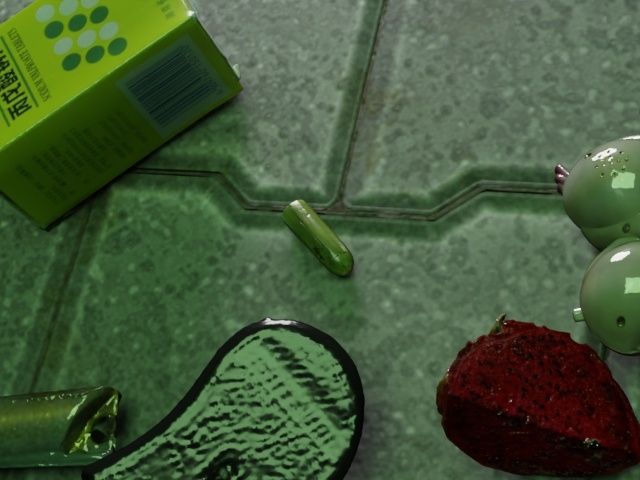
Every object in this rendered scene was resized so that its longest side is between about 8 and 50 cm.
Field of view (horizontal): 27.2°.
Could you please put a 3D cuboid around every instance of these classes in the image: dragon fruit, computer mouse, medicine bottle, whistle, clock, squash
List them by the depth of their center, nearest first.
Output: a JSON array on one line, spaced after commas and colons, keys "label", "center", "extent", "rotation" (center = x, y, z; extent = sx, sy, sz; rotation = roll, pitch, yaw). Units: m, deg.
[{"label": "dragon fruit", "center": [0.156, 0.120, 0.997], "extent": [0.162, 0.083, 0.106], "rotation": [16, 48, -8]}, {"label": "clock", "center": [0.257, -0.001, 1.003], "extent": [0.144, 0.103, 0.231], "rotation": [-12, 59, 16]}, {"label": "computer mouse", "center": [-0.074, 0.181, 1.041], "extent": [0.264, 0.088, 0.147], "rotation": [-39, 76, -2]}, {"label": "squash", "center": [0.000, 0.000, 1.140], "extent": [0.027, 0.027, 0.083], "rotation": [-41, 57, -3]}, {"label": "whistle", "center": [-0.324, 0.173, 1.154], "extent": [0.326, 0.057, 0.068], "rotation": [-6, 66, 17]}, {"label": "medicine bottle", "center": [-0.215, -0.145, 1.228], "extent": [0.250, 0.141, 0.137], "rotation": [-34, 61, 1]}]
